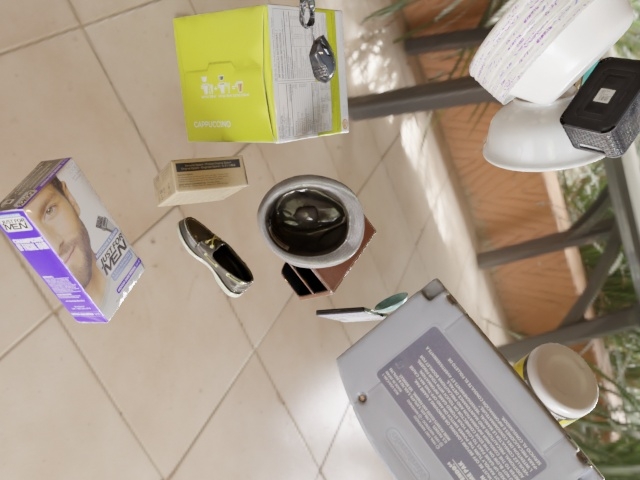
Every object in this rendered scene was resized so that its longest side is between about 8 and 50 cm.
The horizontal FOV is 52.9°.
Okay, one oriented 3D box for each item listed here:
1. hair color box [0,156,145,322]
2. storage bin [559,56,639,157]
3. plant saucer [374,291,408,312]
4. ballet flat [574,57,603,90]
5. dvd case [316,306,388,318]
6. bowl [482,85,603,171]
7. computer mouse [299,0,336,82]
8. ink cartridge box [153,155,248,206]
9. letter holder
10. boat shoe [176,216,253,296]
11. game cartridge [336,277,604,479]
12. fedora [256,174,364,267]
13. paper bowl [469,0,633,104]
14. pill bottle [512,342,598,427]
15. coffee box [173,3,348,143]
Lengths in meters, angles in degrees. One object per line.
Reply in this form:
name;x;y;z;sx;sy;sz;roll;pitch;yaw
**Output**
hair color box;-0.550;0.006;1.444;0.339;0.110;0.185;65;33;-35
storage bin;0.586;-0.270;1.295;0.180;0.122;0.084;-53;131;-6
plant saucer;0.232;0.205;2.080;0.021;0.119;0.119;64;31;-7
ballet flat;0.686;-0.383;1.667;0.067;0.073;0.206;-59;164;-51
dvd case;0.118;0.265;2.295;0.253;0.180;0.022;26;60;-61
bowl;0.518;-0.276;1.481;0.298;0.298;0.134;-56;139;-53
computer mouse;-0.001;-0.411;1.301;0.242;0.041;0.071;68;42;-60
ink cartridge box;-0.326;-0.157;1.718;0.193;0.235;0.088;-9;87;-27
letter holder;0.000;0.000;1.994;0.214;0.152;0.302;53;50;-19
boat shoe;-0.243;0.027;1.508;0.227;0.069;0.081;49;40;-1
game cartridge;0.159;0.218;0.776;0.294;0.196;0.060;53;7;19
fedora;-0.020;-0.059;1.659;0.124;0.275;0.243;-67;151;-72
paper bowl;0.398;-0.343;1.078;0.148;0.284;0.284;47;29;7
pill bottle;0.337;0.263;1.046;0.119;0.208;0.119;12;51;-15
coffee box;-0.156;-0.450;1.768;0.334;0.338;0.338;-22;113;-51
